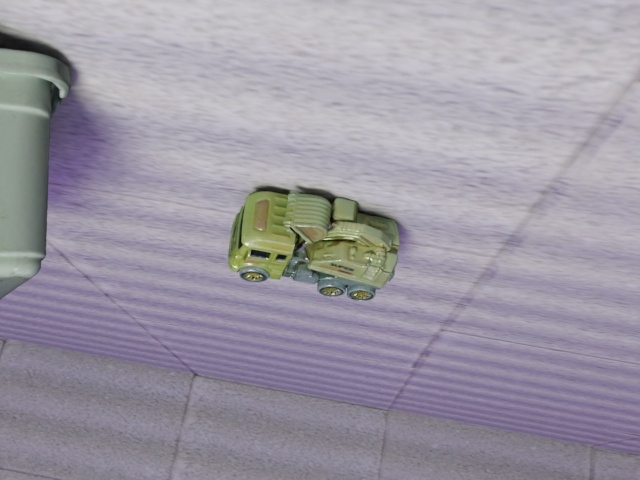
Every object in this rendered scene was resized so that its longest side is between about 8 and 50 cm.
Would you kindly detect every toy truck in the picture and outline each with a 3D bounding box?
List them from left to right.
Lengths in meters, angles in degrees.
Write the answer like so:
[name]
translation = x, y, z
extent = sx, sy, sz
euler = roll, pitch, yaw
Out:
[toy truck]
translation = 0.000, 0.000, 0.784
extent = 0.191, 0.085, 0.116
euler = 12, 151, -11

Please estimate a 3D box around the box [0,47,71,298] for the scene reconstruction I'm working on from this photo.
[box]
translation = -0.343, -0.039, 0.650
extent = 0.175, 0.182, 0.312
euler = 0, 169, -33
